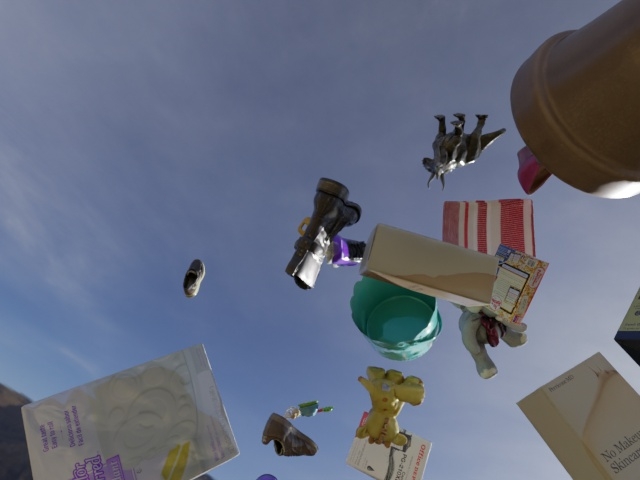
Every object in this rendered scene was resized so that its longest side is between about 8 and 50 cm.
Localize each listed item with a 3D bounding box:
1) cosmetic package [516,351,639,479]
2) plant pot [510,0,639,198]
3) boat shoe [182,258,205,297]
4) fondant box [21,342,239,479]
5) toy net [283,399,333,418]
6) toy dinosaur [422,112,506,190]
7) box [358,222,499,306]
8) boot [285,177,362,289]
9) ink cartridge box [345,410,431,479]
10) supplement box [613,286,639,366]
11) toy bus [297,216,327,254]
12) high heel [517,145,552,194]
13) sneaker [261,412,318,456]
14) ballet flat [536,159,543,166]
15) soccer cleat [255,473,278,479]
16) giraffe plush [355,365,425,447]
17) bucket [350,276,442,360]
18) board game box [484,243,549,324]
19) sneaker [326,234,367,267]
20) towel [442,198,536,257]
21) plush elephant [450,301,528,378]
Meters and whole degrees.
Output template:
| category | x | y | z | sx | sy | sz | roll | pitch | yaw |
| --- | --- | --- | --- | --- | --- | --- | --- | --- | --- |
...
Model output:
| category | x | y | z | sx | sy | sz | roll | pitch | yaw |
| --- | --- | --- | --- | --- | --- | --- | --- | --- | --- |
| cosmetic package | 0.524 | 0.377 | 0.711 | 0.310 | 0.160 | 0.113 | 58 | -18 | 30 |
| plant pot | 0.428 | -0.217 | 0.527 | 0.262 | 0.263 | 0.229 | 32 | -22 | -1 |
| boat shoe | -0.426 | 0.118 | 1.372 | 0.056 | 0.152 | 0.049 | -5 | -43 | 0 |
| fondant box | -0.355 | 0.376 | 0.792 | 0.239 | 0.329 | 0.096 | 63 | -30 | 20 |
| toy net | -0.056 | 0.581 | 1.410 | 0.232 | 0.121 | 0.045 | -37 | -119 | 50 |
| toy dinosaur | 0.383 | -0.263 | 1.129 | 0.121 | 0.313 | 0.161 | 32 | -48 | 43 |
| box | 0.267 | 0.066 | 1.042 | 0.310 | 0.121 | 0.148 | 16 | -11 | 2 |
| boot | 0.000 | 0.000 | 0.911 | 0.091 | 0.229 | 0.263 | 19 | -7 | 19 |
| ink cartridge box | 0.223 | 0.696 | 1.334 | 0.237 | 0.172 | 0.100 | 19 | -28 | 17 |
| supplement box | 0.281 | 0.068 | 0.298 | 0.083 | 0.083 | 0.056 | 45 | -20 | -5 |
| toy bus | -0.017 | -0.015 | 1.767 | 0.202 | 0.191 | 0.104 | -15 | -26 | 41 |
| high heel | 0.794 | -0.301 | 1.301 | 0.127 | 0.182 | 0.377 | 15 | -31 | -15 |
| sneaker | -0.077 | 0.484 | 0.978 | 0.066 | 0.071 | 0.188 | 0 | -43 | 46 |
| ballet flat | 0.754 | -0.267 | 1.166 | 0.249 | 0.084 | 0.058 | -7 | -18 | 27 |
| soccer cleat | -0.186 | 0.754 | 1.017 | 0.108 | 0.318 | 0.117 | 24 | -33 | 8 |
| giraffe plush | 0.180 | 0.458 | 1.107 | 0.181 | 0.210 | 0.171 | 10 | -90 | 28 |
| bucket | 0.240 | 0.229 | 1.280 | 0.280 | 0.281 | 0.183 | 5 | -34 | 26 |
| board game box | 0.553 | 0.125 | 1.194 | 0.045 | 0.146 | 0.194 | 15 | -78 | -27 |
| sneaker | 0.099 | 0.032 | 1.361 | 0.145 | 0.102 | 0.293 | -2 | -7 | 8 |
| towel | 0.637 | -0.044 | 1.565 | 0.328 | 0.238 | 0.037 | 0 | -15 | 20 |
| plush elephant | 0.639 | 0.281 | 1.502 | 0.330 | 0.271 | 0.256 | 56 | -26 | 23 |
